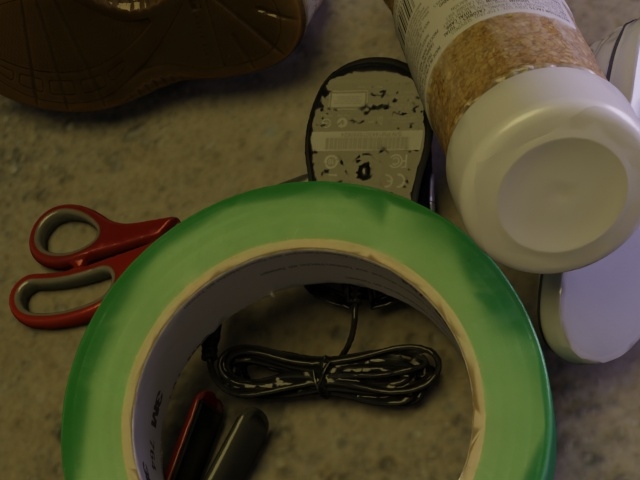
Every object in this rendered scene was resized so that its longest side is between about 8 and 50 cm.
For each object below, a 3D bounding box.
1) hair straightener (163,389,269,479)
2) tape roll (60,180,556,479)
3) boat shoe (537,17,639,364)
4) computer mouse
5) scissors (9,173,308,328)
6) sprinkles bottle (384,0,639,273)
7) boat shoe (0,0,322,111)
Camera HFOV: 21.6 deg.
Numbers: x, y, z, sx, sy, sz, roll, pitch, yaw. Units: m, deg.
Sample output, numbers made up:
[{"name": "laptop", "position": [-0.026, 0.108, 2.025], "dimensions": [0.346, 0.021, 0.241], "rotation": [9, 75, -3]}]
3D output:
[{"name": "hair straightener", "position": [-0.087, 0.218, 1.142], "dimensions": [0.089, 0.047, 0.230], "rotation": [13, 68, 28]}, {"name": "tape roll", "position": [-0.007, 0.123, 1.103], "dimensions": [0.321, 0.077, 0.321], "rotation": [-3, 71, 10]}, {"name": "boat shoe", "position": [0.188, -0.035, 1.147], "dimensions": [0.088, 0.096, 0.268], "rotation": [-15, 53, 52]}, {"name": "computer mouse", "position": [0.000, 0.000, 1.225], "dimensions": [0.184, 0.060, 0.262], "rotation": [-5, 72, 15]}, {"name": "scissors", "position": [-0.103, 0.004, 1.289], "dimensions": [0.297, 0.021, 0.109], "rotation": [-9, 57, 17]}, {"name": "sprinkles bottle", "position": [0.119, -0.121, 1.126], "dimensions": [0.121, 0.121, 0.355], "rotation": [-25, 33, 8]}, {"name": "boat shoe", "position": [-0.145, -0.176, 1.366], "dimensions": [0.302, 0.109, 0.098], "rotation": [-6, 21, 20]}]
